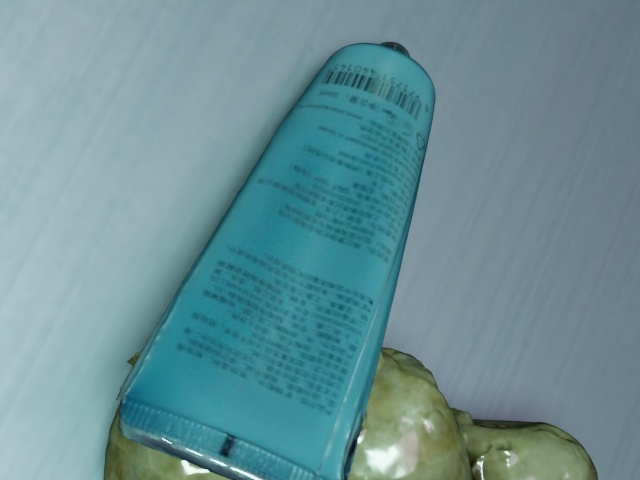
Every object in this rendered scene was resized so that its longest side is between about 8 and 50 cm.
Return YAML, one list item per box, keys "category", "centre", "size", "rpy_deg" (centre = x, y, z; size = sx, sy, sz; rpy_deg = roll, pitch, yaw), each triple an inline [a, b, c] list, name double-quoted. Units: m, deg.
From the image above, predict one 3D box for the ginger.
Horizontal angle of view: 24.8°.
- category: "ginger"
  centre: [0.016, 0.090, 0.569]
  size: [0.204, 0.080, 0.104]
  rpy_deg: [6, 91, -24]

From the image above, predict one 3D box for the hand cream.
- category: "hand cream"
  centre: [0.000, 0.000, 0.552]
  size: [0.083, 0.048, 0.224]
  rpy_deg: [25, 49, -1]
